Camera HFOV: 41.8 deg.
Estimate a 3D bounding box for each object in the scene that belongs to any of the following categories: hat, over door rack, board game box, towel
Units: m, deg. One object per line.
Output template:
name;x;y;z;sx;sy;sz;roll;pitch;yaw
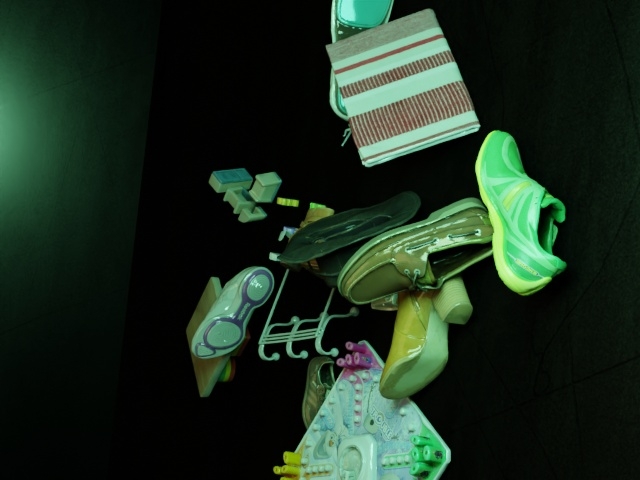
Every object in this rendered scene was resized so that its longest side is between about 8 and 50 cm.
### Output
hat;0.079;0.021;1.698;0.331;0.331;0.134;-1;114;62
over door rack;-0.016;0.122;1.955;0.239;0.108;0.324;-14;58;48
board game box;0.064;0.463;1.733;0.390;0.050;0.390;-61;33;16
towel;0.157;-0.305;1.657;0.037;0.237;0.329;62;-168;-56

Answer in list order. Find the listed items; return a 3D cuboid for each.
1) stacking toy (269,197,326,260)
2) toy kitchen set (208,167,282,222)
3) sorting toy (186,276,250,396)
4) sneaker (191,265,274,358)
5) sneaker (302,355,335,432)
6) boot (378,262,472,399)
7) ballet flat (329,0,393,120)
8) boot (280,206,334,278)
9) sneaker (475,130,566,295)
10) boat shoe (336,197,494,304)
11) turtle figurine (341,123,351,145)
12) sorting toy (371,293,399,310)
stacking toy;-0.061;-0.019;2.145;0.221;0.052;0.167;16;99;61
toy kitchen set;-0.196;-0.171;2.401;0.207;0.122;0.166;49;129;29
sorting toy;-0.300;0.288;2.490;0.255;0.089;0.257;-60;36;37
sneaker;-0.246;0.199;2.323;0.305;0.114;0.152;-50;21;-7
sneaker;0.001;0.361;1.935;0.071;0.066;0.189;-22;66;58
boot;0.181;0.144;1.624;0.295;0.104;0.211;-59;31;30
ballet flat;0.080;-0.472;1.912;0.139;0.139;0.401;17;101;62
boot;0.000;0.000;1.856;0.197;0.073;0.152;12;70;47
sneaker;0.338;-0.054;1.376;0.123;0.109;0.296;-26;57;32
boat shoe;0.172;0.036;1.489;0.307;0.111;0.104;-32;45;9
turtle figurine;0.132;-0.257;1.761;0.175;0.118;0.234;-13;62;61
sorting toy;0.148;0.104;1.742;0.083;0.044;0.075;-20;60;60
